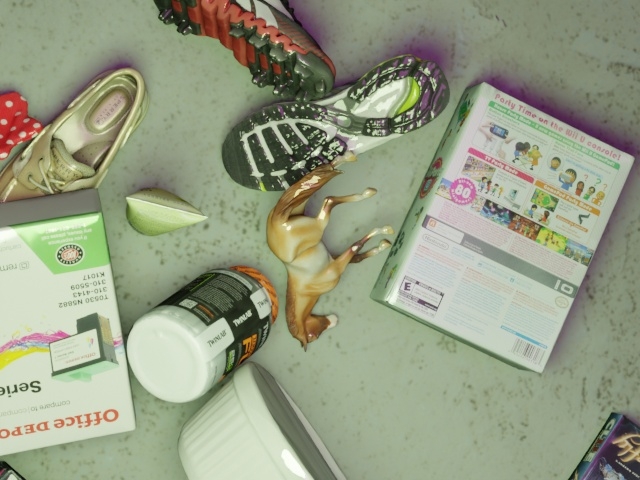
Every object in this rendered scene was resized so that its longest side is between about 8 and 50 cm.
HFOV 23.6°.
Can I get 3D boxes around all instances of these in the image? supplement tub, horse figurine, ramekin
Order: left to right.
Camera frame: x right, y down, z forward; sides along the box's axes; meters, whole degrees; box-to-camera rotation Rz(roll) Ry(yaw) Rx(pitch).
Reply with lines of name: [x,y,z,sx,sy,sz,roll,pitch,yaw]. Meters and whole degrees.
supplement tub: [-0.134,0.105,1.826,0.117,0.190,0.117,12,116,26]
ramekin: [-0.057,0.286,1.808,0.127,0.273,0.273,-35,94,3]
horse figurine: [0.000,0.000,1.868,0.174,0.263,0.066,-34,50,-9]

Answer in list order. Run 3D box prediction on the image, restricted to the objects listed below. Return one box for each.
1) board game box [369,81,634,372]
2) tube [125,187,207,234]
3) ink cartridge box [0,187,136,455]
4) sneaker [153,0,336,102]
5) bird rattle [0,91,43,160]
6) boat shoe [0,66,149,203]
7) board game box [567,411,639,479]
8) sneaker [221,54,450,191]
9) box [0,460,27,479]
board game box: [0.230,-0.015,1.945,0.224,0.097,0.303,26,85,-9]
tube: [-0.189,-0.036,1.800,0.070,0.240,0.062,-28,95,-9]
ink cartridge box: [-0.335,0.098,1.791,0.201,0.117,0.278,-10,109,-9]
sneaker: [-0.074,-0.275,1.868,0.276,0.097,0.135,36,62,22]
bird rattle: [-0.462,-0.170,1.789,0.254,0.143,0.207,-15,78,-34]
boat shoe: [-0.314,-0.086,1.852,0.109,0.098,0.302,39,82,-6]
board game box: [0.436,0.360,1.992,0.243,0.042,0.165,35,83,-7]
sneaker: [0.021,-0.141,1.911,0.300,0.121,0.111,-19,91,9]
box: [-0.328,0.411,1.798,0.270,0.143,0.165,44,78,-8]
